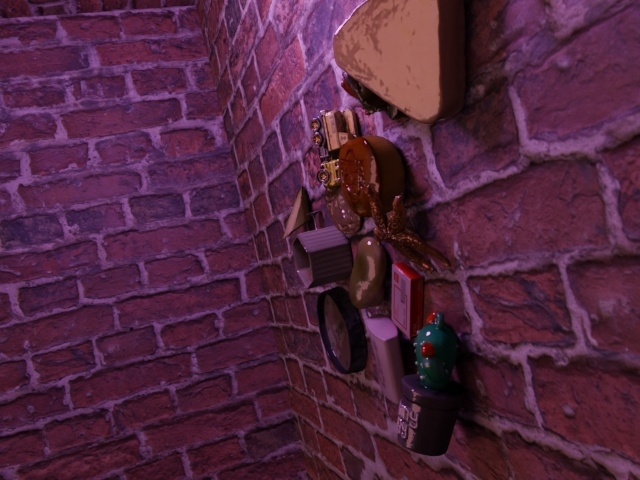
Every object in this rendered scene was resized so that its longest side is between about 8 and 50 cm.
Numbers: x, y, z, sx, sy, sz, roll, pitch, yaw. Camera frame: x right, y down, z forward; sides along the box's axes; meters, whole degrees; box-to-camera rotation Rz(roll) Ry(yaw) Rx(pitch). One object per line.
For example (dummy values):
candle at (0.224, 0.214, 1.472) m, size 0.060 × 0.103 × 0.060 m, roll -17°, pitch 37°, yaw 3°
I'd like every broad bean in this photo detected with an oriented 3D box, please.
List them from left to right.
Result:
broad bean at (0.175, 0.112, 1.963) m, size 0.189 × 0.121 × 0.263 m, roll -128°, pitch 46°, yaw -61°

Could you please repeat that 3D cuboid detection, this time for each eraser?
eraser at (0.237, 0.410, 1.929) m, size 0.174 × 0.095 × 0.270 m, roll -131°, pitch 27°, yaw -65°

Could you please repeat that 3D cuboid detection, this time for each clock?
clock at (0.085, 0.393, 2.413) m, size 0.386 × 0.077 × 0.386 m, roll 167°, pitch 90°, yaw -71°

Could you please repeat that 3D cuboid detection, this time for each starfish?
starfish at (0.222, -0.027, 1.601) m, size 0.299 × 0.060 × 0.302 m, roll 23°, pitch 150°, yaw 51°

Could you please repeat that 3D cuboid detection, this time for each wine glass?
wine glass at (0.000, 0.000, 2.426) m, size 0.074 × 0.074 × 0.262 m, roll 166°, pitch 90°, yaw -71°

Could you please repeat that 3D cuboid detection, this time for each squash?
squash at (-0.125, -0.127, 2.567) m, size 0.155 × 0.204 × 0.237 m, roll 54°, pitch 161°, yaw -3°

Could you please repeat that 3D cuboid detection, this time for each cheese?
cheese at (0.221, -0.448, 1.345) m, size 0.384 × 0.104 × 0.383 m, roll 22°, pitch 122°, yaw 39°

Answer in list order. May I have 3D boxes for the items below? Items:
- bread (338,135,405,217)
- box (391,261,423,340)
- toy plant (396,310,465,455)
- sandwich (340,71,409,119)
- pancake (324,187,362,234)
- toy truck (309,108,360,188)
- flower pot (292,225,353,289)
bread at (0.153, -0.203, 1.737) m, size 0.270 × 0.148 × 0.269 m, roll 46°, pitch 143°, yaw 50°
box at (0.278, 0.194, 1.786) m, size 0.123 × 0.050 × 0.229 m, roll -133°, pitch 35°, yaw -57°
toy plant at (0.322, 0.401, 1.587) m, size 0.185 × 0.279 × 0.400 m, roll 12°, pitch 96°, yaw 30°
sandwich at (0.136, -0.474, 1.598) m, size 0.301 × 0.162 × 0.250 m, roll -155°, pitch 59°, yaw -63°
pancake at (0.095, -0.132, 2.102) m, size 0.242 × 0.050 × 0.241 m, roll 43°, pitch 142°, yaw 45°
toy truck at (0.069, -0.325, 1.936) m, size 0.157 × 0.124 × 0.272 m, roll -7°, pitch 93°, yaw 38°
flower pot at (0.006, 0.067, 2.263) m, size 0.239 × 0.190 × 0.209 m, roll 120°, pitch 134°, yaw -65°
